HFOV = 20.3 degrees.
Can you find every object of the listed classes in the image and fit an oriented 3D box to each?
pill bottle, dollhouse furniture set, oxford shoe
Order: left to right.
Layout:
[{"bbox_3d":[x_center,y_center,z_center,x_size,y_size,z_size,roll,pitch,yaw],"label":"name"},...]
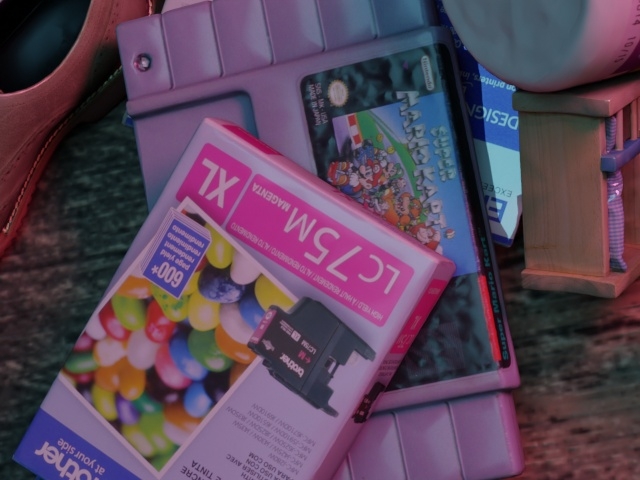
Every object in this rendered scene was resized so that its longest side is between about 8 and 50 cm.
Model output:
[{"bbox_3d":[-0.259,-0.080,1.287,0.123,0.130,0.348,36,87,19],"label":"oxford shoe"},{"bbox_3d":[0.233,-0.200,1.119,0.301,0.169,0.169,-16,69,-29],"label":"pill bottle"},{"bbox_3d":[0.232,-0.040,1.112,0.183,0.129,0.129,6,112,30],"label":"dollhouse furniture set"}]

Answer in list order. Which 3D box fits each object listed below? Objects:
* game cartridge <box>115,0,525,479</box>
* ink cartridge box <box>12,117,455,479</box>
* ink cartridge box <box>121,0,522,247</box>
[{"bbox_3d":[0.000,0.000,1.201,0.230,0.068,0.355,-13,84,20],"label":"game cartridge"},{"bbox_3d":[-0.070,0.100,1.159,0.185,0.065,0.311,32,99,16],"label":"ink cartridge box"},{"bbox_3d":[0.048,-0.181,1.268,0.303,0.072,0.307,19,91,17],"label":"ink cartridge box"}]
